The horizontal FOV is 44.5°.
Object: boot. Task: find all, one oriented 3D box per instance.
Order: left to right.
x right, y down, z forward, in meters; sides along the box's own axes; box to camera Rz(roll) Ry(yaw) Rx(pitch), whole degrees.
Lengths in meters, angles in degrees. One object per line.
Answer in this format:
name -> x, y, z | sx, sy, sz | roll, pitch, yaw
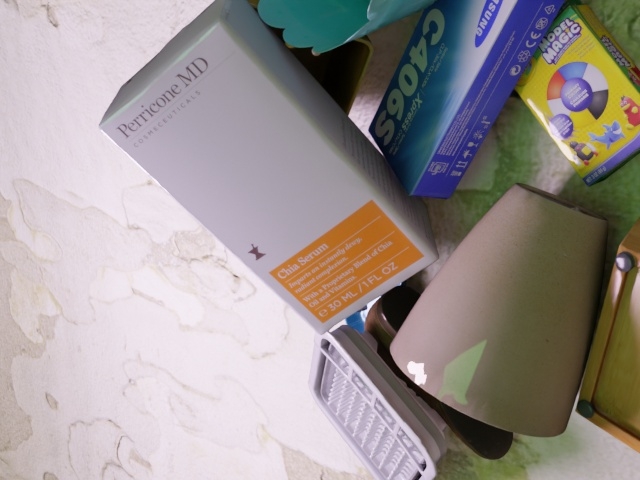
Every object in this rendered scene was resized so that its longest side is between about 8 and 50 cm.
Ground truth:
boot -> 0.183, 0.214, 1.235 | 0.305, 0.112, 0.115 | 53, 148, 7

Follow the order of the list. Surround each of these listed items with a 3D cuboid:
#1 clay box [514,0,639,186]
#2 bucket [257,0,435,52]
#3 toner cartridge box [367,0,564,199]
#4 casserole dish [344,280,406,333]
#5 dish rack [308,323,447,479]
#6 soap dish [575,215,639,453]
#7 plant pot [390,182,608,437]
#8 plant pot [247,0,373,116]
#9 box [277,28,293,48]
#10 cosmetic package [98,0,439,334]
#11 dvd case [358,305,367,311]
clay box -> 0.330, -0.195, 0.994 | 0.222, 0.053, 0.127 | 57, 135, 14
bucket -> 0.035, -0.394, 1.000 | 0.281, 0.183, 0.281 | 30, 133, 38
toner cartridge box -> 0.188, -0.240, 1.062 | 0.347, 0.075, 0.165 | -65, 37, 35
casserole dish -> 0.096, 0.092, 1.325 | 0.114, 0.037, 0.188 | 23, 119, 37
dish rack -> 0.095, 0.285, 1.295 | 0.285, 0.072, 0.332 | 48, 156, 21
soap dish -> 0.433, 0.138, 0.924 | 0.229, 0.118, 0.290 | 33, 125, 46
plant pot -> 0.260, 0.072, 1.038 | 0.257, 0.257, 0.273 | 30, 106, 34
plant pot -> -0.053, -0.273, 1.211 | 0.212, 0.187, 0.212 | 15, 124, -9
box -> -0.061, -0.441, 1.289 | 0.087, 0.058, 0.232 | 27, 120, 35
cosmetic package -> -0.058, -0.098, 1.116 | 0.230, 0.161, 0.453 | -36, 116, 20
dvd case -> 0.000, 0.000, 1.365 | 0.180, 0.022, 0.252 | -7, 94, 55
